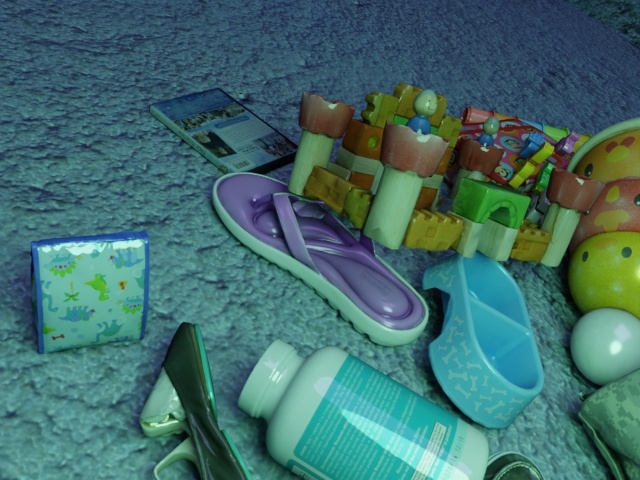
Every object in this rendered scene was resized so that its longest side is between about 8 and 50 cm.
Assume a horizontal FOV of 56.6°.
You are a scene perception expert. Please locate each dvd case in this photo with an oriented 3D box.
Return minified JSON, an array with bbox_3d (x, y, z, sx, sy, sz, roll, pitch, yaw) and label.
[{"bbox_3d":[-0.179,-0.210,1.152,0.253,0.022,0.180,38,42,20],"label":"dvd case"}]

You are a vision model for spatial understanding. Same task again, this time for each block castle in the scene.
[{"bbox_3d":[0.201,-0.119,0.949,0.453,0.213,0.303,6,18,-36],"label":"block castle"}]

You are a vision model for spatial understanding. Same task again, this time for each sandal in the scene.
[{"bbox_3d":[0.009,-0.007,0.939,0.416,0.102,0.169,37,42,16],"label":"sandal"}]

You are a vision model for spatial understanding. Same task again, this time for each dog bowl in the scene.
[{"bbox_3d":[0.242,0.128,0.880,0.166,0.074,0.297,29,37,-18],"label":"dog bowl"}]

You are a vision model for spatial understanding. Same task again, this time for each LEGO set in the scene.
[{"bbox_3d":[0.426,-0.152,1.124,0.087,0.093,0.227,34,55,-4],"label":"LEGO set"}]

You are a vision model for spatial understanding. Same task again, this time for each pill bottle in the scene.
[{"bbox_3d":[0.041,0.216,0.669,0.264,0.146,0.146,30,40,9],"label":"pill bottle"}]

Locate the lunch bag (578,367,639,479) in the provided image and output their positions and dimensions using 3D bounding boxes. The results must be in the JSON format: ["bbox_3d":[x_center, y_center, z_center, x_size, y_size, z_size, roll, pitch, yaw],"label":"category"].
[{"bbox_3d":[0.503,0.283,0.737,0.256,0.212,0.305,-25,47,11],"label":"lunch bag"}]

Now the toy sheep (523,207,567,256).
[{"bbox_3d":[0.419,-0.007,1.139,0.132,0.091,0.091,26,39,-4],"label":"toy sheep"}]

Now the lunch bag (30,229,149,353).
[{"bbox_3d":[-0.276,0.051,0.711,0.128,0.151,0.096,-7,47,-29],"label":"lunch bag"}]

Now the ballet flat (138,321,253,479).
[{"bbox_3d":[-0.140,0.210,0.644,0.096,0.095,0.280,-15,51,-20],"label":"ballet flat"}]

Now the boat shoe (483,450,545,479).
[{"bbox_3d":[0.186,0.341,0.613,0.121,0.119,0.335,31,41,12],"label":"boat shoe"}]

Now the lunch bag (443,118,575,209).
[{"bbox_3d":[0.396,-0.176,1.302,0.293,0.120,0.258,-11,45,-32],"label":"lunch bag"}]

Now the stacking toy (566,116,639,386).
[{"bbox_3d":[0.549,0.046,1.016,0.350,0.351,0.480,29,56,10],"label":"stacking toy"}]

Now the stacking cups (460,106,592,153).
[{"bbox_3d":[0.497,-0.251,1.460,0.316,0.096,0.096,13,40,-2],"label":"stacking cups"}]
